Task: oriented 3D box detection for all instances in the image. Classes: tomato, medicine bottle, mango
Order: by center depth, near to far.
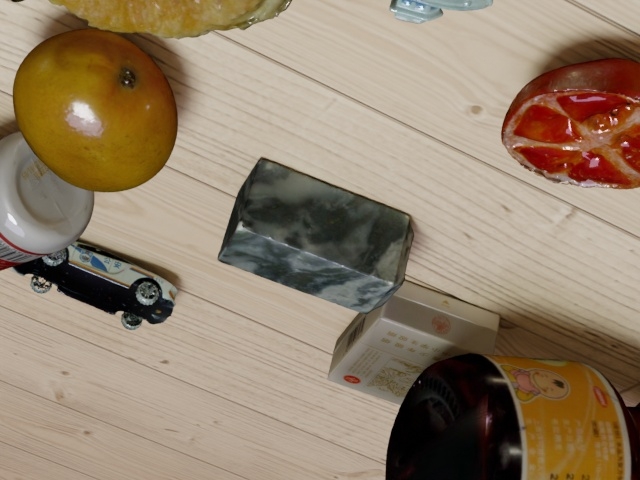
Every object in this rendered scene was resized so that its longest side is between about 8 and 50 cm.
[{"bbox_3d":[0.229,-0.107,1.286,0.155,0.069,0.155,9,151,5],"label":"tomato"},{"bbox_3d":[-0.206,-0.112,1.436,0.151,0.120,0.221,14,158,8],"label":"mango"},{"bbox_3d":[-0.358,-0.030,1.636,0.250,0.131,0.131,-15,139,43],"label":"medicine bottle"},{"bbox_3d":[0.289,0.250,1.675,0.395,0.242,0.242,7,156,-26],"label":"medicine bottle"}]

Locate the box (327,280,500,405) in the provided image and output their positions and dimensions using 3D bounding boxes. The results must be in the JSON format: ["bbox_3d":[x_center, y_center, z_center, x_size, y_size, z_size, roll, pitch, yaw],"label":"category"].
[{"bbox_3d":[0.103,0.123,1.758,0.141,0.058,0.201,19,150,-8],"label":"box"}]

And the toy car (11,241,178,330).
[{"bbox_3d":[-0.265,0.043,1.793,0.205,0.056,0.095,24,150,-8],"label":"toy car"}]

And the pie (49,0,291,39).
[{"bbox_3d":[-0.138,-0.277,1.141,0.339,0.083,0.339,9,147,6],"label":"pie"}]

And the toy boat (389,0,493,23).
[{"bbox_3d":[0.067,-0.203,1.203,0.140,0.059,0.066,14,139,0],"label":"toy boat"}]

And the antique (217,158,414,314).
[{"bbox_3d":[0.000,0.000,1.563,0.183,0.086,0.088,21,151,-11],"label":"antique"}]

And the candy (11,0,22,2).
[{"bbox_3d":[-0.218,-0.253,1.284,0.184,0.049,0.055,-25,164,38],"label":"candy"}]
